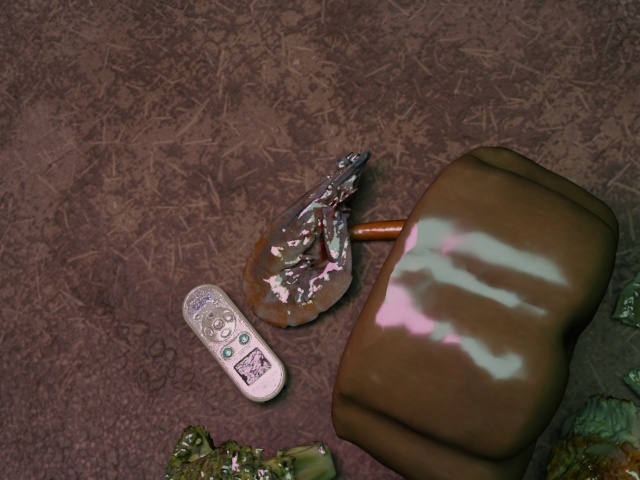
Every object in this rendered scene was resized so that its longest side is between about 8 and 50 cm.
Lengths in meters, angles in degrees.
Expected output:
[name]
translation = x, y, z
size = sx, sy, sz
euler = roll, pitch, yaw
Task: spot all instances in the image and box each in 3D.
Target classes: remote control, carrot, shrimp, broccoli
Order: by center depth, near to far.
[broccoli]
translation = -0.097, 0.380, 1.487
size = 0.235, 0.260, 0.288
euler = -46, 68, 10
[shrimp]
translation = 0.000, 0.000, 1.657
size = 0.164, 0.062, 0.316
euler = 38, 96, 15
[remote control]
translation = -0.133, 0.160, 1.662
size = 0.078, 0.042, 0.221
euler = -40, 72, -4
[carrot]
translation = 0.089, -0.013, 1.679
size = 0.190, 0.037, 0.037
euler = -3, 73, 14

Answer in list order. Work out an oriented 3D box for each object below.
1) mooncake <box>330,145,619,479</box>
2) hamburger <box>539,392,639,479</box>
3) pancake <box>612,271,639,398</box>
[mooncake]
translation = 0.213, 0.110, 1.404
size = 0.262, 0.467, 0.467
euler = 24, 79, 15
[hamburger]
translation = 0.431, 0.354, 1.370
size = 0.277, 0.318, 0.195
euler = 38, 79, -10
[pancake]
translation = 0.550, 0.133, 1.545
size = 0.254, 0.037, 0.253
euler = -3, 72, 10
